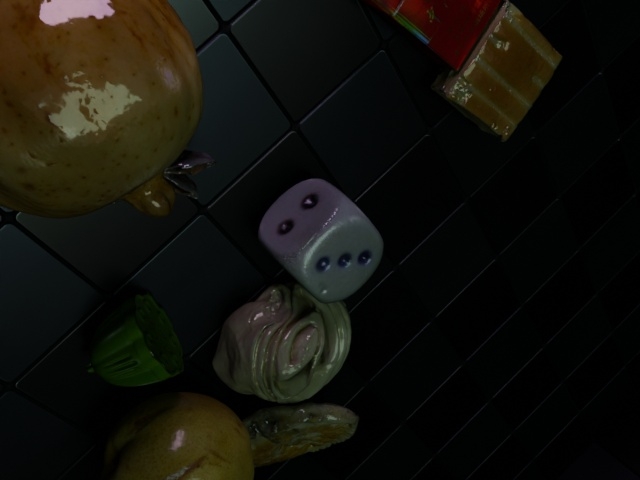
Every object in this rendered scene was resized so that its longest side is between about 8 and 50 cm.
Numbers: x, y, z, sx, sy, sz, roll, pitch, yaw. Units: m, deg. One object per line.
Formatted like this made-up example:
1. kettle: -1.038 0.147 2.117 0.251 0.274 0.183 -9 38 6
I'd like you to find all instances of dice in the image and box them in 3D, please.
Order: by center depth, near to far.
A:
1. dice: 0.000 0.000 1.410 0.192 0.194 0.193 -43 132 -4

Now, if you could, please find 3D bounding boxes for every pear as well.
1. pear: -0.298 0.468 1.424 0.314 0.314 0.314 -16 123 -26

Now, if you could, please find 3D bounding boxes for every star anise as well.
1. star anise: -0.304 -0.144 1.198 0.209 0.089 0.231 -31 129 1

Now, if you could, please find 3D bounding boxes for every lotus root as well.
1. lotus root: -0.381 0.215 1.320 0.186 0.186 0.186 -16 123 -26

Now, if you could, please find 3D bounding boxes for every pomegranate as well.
1. pomegranate: -0.340 -0.193 0.953 0.410 0.410 0.410 -16 123 -26

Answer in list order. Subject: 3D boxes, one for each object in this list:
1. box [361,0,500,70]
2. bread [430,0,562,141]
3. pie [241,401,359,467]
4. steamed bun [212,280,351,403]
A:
1. box: 0.209 -0.501 1.334 0.313 0.089 0.197 24 102 -39
2. bread: 0.387 -0.374 1.505 0.246 0.111 0.239 28 97 -40
3. pie: -0.068 0.461 1.628 0.339 0.077 0.339 -12 149 -7
4. steamed bun: -0.059 0.241 1.500 0.289 0.203 0.276 4 115 -36
